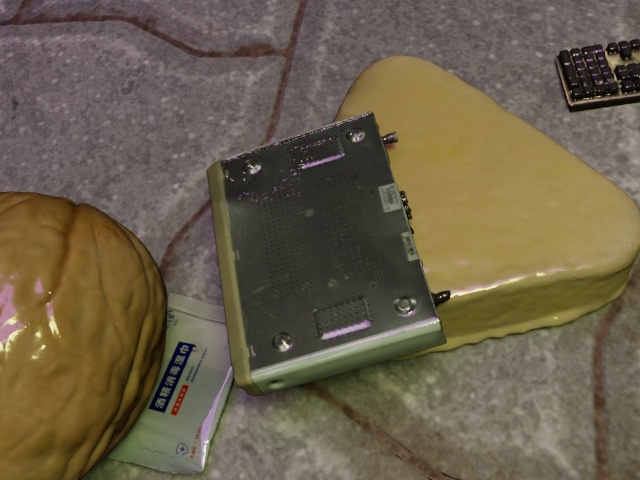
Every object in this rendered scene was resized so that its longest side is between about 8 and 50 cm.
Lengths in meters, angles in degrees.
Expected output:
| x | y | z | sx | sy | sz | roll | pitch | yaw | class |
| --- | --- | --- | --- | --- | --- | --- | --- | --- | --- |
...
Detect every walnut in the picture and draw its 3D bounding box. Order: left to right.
| x | y | z | sx | sy | sz | roll | pitch | yaw | class |
| --- | --- | --- | --- | --- | --- | --- | --- | --- | --- |
| -0.292 | 0.106 | 0.722 | 0.277 | 0.252 | 0.312 | 14 | 79 | 40 | walnut |

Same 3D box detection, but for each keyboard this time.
| x | y | z | sx | sy | sz | roll | pitch | yaw | class |
| --- | --- | --- | --- | --- | --- | --- | --- | --- | --- |
| 0.453 | -0.216 | 0.908 | 0.317 | 0.027 | 0.106 | -8 | 55 | 7 | keyboard |

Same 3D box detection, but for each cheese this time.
| x | y | z | sx | sy | sz | roll | pitch | yaw | class |
| --- | --- | --- | --- | --- | --- | --- | --- | --- | --- |
| 0.153 | -0.018 | 0.798 | 0.384 | 0.104 | 0.383 | -6 | 56 | 9 | cheese |

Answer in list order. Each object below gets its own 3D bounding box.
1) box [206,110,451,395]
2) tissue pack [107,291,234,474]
| x | y | z | sx | sy | sz | roll | pitch | yaw | class |
| --- | --- | --- | --- | --- | --- | --- | --- | --- | --- |
| 0.000 | 0.000 | 0.733 | 0.211 | 0.045 | 0.270 | -16 | 54 | 6 | box |
| -0.145 | 0.150 | 0.803 | 0.123 | 0.026 | 0.193 | 10 | 59 | 19 | tissue pack |
